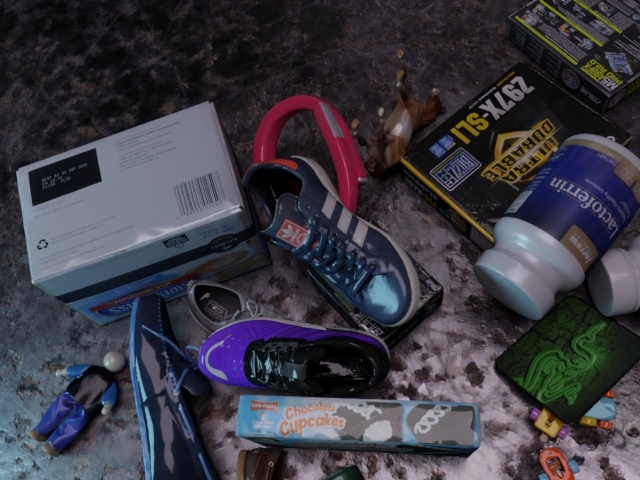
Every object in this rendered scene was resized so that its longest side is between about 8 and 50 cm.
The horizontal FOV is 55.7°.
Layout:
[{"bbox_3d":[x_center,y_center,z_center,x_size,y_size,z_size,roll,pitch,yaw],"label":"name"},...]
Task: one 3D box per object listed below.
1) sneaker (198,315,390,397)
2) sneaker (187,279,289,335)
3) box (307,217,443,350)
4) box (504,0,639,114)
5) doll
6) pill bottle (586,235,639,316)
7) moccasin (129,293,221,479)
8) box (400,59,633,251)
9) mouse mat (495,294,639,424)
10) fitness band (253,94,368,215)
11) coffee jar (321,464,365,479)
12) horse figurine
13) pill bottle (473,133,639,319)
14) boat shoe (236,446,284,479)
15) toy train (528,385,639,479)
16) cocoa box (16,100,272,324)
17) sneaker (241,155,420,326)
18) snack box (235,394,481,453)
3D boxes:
[{"bbox_3d":[-0.042,0.172,0.878,0.293,0.146,0.102,0,92,3],"label":"sneaker"},{"bbox_3d":[-0.113,0.152,0.997,0.281,0.115,0.105,23,70,18],"label":"sneaker"},{"bbox_3d":[0.093,0.078,1.023,0.147,0.077,0.180,-40,65,-11],"label":"box"},{"bbox_3d":[0.539,-0.402,1.196,0.216,0.060,0.270,-35,64,-8],"label":"box"},{"bbox_3d":[-0.406,0.263,1.027,0.129,0.046,0.189,35,74,21],"label":"doll"},{"bbox_3d":[0.547,0.049,0.939,0.229,0.131,0.131,-10,64,4],"label":"pill bottle"},{"bbox_3d":[-0.226,0.251,0.977,0.116,0.138,0.342,-13,77,-2],"label":"moccasin"},{"bbox_3d":[0.345,-0.148,1.095,0.322,0.079,0.257,-39,64,-10],"label":"box"},{"bbox_3d":[0.388,0.178,0.939,0.189,0.007,0.152,-38,46,-13],"label":"mouse mat"},{"bbox_3d":[-0.025,-0.123,1.084,0.209,0.054,0.291,-34,67,38],"label":"fitness band"},{"bbox_3d":[0.055,0.425,0.862,0.096,0.079,0.184,-30,64,-6],"label":"coffee jar"},{"bbox_3d":[0.136,-0.211,1.105,0.066,0.174,0.263,17,67,31],"label":"horse figurine"},{"bbox_3d":[0.361,-0.019,0.920,0.153,0.153,0.265,38,81,22],"label":"pill bottle"},{"bbox_3d":[-0.089,0.412,0.893,0.073,0.073,0.207,-4,64,9],"label":"boat shoe"},{"bbox_3d":[0.381,0.291,0.899,0.166,0.046,0.125,-28,65,-2],"label":"toy train"},{"bbox_3d":[-0.293,-0.038,1.052,0.346,0.228,0.232,-20,64,-1],"label":"cocoa box"},{"bbox_3d":[0.000,0.000,0.927,0.350,0.148,0.131,47,119,28],"label":"sneaker"},{"bbox_3d":[0.058,0.271,0.875,0.321,0.187,0.060,0,66,9],"label":"snack box"}]
